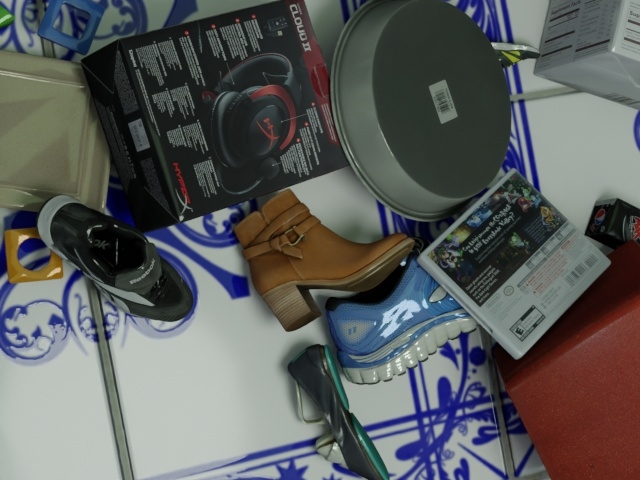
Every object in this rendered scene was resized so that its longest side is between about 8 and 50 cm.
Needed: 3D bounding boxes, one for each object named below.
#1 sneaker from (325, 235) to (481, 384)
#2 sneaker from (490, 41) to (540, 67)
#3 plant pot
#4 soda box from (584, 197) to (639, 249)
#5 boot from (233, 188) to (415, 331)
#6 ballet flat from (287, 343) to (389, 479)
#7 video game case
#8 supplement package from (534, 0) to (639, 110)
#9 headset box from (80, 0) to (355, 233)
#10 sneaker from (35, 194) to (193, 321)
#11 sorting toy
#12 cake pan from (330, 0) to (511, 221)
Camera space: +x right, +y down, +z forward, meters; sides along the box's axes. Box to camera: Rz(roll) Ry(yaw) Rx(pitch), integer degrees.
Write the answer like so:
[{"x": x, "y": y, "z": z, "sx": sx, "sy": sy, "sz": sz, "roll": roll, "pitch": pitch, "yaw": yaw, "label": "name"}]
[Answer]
[{"x": 0.151, "y": 0.046, "z": 1.782, "sx": 0.330, "sy": 0.130, "sz": 0.147, "roll": -30, "pitch": 100, "yaw": -19, "label": "sneaker"}, {"x": 0.251, "y": -0.245, "z": 1.890, "sx": 0.083, "sy": 0.031, "sz": 0.035, "roll": 4, "pitch": 100, "yaw": -16, "label": "sneaker"}, {"x": 0.364, "y": 0.185, "z": 1.784, "sx": 0.236, "sy": 0.267, "sz": 0.267, "roll": -27, "pitch": 97, "yaw": 6, "label": "plant pot"}, {"x": 0.448, "y": 0.001, "z": 1.931, "sx": 0.169, "sy": 0.060, "sz": 0.053, "roll": 24, "pitch": 79, "yaw": -18, "label": "soda box"}, {"x": 0.000, "y": 0.000, "z": 1.715, "sx": 0.197, "sy": 0.073, "sz": 0.152, "roll": -29, "pitch": 72, "yaw": 2, "label": "boot"}, {"x": 0.016, "y": 0.224, "z": 1.760, "sx": 0.074, "sy": 0.074, "sz": 0.203, "roll": -30, "pitch": 104, "yaw": -19, "label": "ballet flat"}, {"x": 0.239, "y": 0.026, "z": 1.751, "sx": 0.173, "sy": 0.022, "sz": 0.190, "roll": 45, "pitch": 63, "yaw": 6, "label": "video game case"}, {"x": 0.453, "y": -0.261, "z": 1.869, "sx": 0.262, "sy": 0.204, "sz": 0.145, "roll": 16, "pitch": 83, "yaw": -19, "label": "supplement package"}, {"x": -0.104, "y": -0.155, "z": 1.681, "sx": 0.293, "sy": 0.110, "sz": 0.218, "roll": -21, "pitch": 95, "yaw": -35, "label": "headset box"}, {"x": -0.216, "y": 0.034, "z": 1.626, "sx": 0.234, "sy": 0.106, "sz": 0.078, "roll": 42, "pitch": 74, "yaw": -39, "label": "sneaker"}, {"x": -0.341, "y": -0.122, "z": 1.652, "sx": 0.196, "sy": 0.047, "sz": 0.347, "roll": 7, "pitch": 85, "yaw": -16, "label": "sorting toy"}, {"x": 0.136, "y": -0.171, "z": 1.771, "sx": 0.293, "sy": 0.054, "sz": 0.293, "roll": 8, "pitch": 78, "yaw": -41, "label": "cake pan"}]
